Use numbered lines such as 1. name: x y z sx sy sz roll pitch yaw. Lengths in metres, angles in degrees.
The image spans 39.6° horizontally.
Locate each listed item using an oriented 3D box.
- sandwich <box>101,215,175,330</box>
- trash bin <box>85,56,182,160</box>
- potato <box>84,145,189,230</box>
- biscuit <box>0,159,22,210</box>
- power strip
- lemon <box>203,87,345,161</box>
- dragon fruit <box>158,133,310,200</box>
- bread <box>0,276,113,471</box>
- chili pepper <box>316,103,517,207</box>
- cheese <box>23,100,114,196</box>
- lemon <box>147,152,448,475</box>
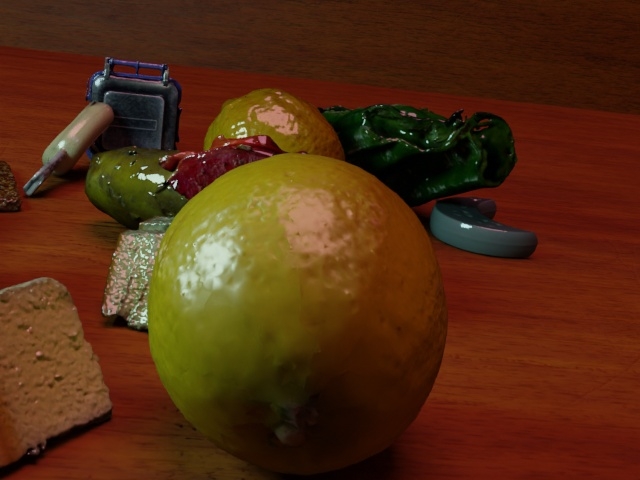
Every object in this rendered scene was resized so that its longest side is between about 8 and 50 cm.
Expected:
1. sandwich: -0.167 0.018 1.006 0.090 0.088 0.244 7 18 11
2. trash bin: -0.332 -0.235 1.602 0.163 0.184 0.234 5 12 -10
3. potato: -0.212 -0.058 1.156 0.251 0.113 0.149 5 -21 30
4. biscuit: -0.513 -0.085 1.301 0.131 0.025 0.231 -1 20 -26
5. power strip: 0.235 -0.028 1.376 0.137 0.044 0.216 2 19 -13
6. lemon: -0.067 -0.118 1.294 0.231 0.192 0.192 45 27 9
7. dragon fruit: -0.037 -0.054 1.029 0.274 0.126 0.161 39 20 -3
8. bread: -0.315 0.133 0.694 0.178 0.135 0.240 -22 1 33
9. chili pepper: 0.111 -0.131 1.395 0.213 0.167 0.385 -11 12 -40
10. cheese: -0.403 -0.135 1.391 0.050 0.127 0.235 43 24 -16
11. lemon: -0.018 0.066 0.684 0.241 0.240 0.219 6 30 -3
